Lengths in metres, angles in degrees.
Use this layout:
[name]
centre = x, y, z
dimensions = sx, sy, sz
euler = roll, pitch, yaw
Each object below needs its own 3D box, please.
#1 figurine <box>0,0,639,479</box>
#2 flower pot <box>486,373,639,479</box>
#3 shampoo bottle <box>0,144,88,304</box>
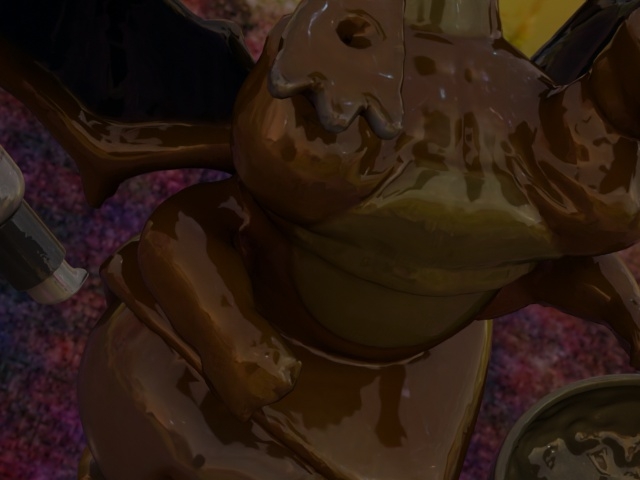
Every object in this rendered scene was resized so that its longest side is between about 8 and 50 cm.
[figurine]
centre = 0.036, 0.005, 0.553
dimensions = 0.401, 0.387, 0.268
euler = -10, 61, -26
[flower pot]
centre = 0.314, 0.314, 1.112
dimensions = 0.308, 0.244, 0.307
euler = -5, 43, 5
[shampoo bottle]
centre = -0.246, -0.027, 0.785
dimensions = 0.192, 0.074, 0.074
euler = 58, -1, -30
